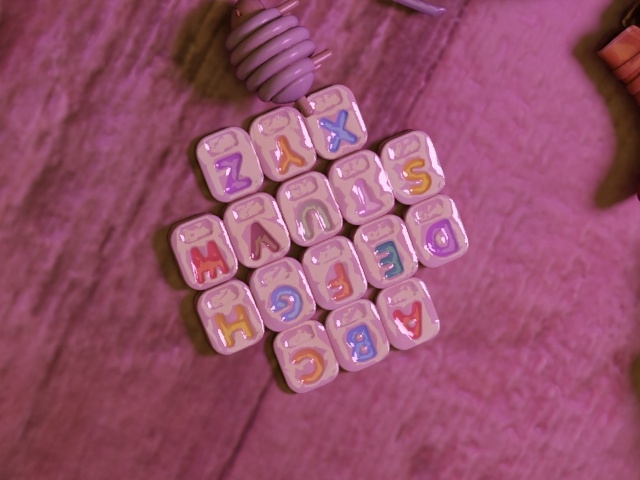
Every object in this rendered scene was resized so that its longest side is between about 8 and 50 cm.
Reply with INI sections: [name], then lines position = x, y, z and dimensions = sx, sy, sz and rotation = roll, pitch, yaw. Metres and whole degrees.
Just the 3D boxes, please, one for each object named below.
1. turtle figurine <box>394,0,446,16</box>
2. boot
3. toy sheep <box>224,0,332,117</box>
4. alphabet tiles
[turtle figurine]
position = -0.023, -0.300, 1.619
dimensions = 0.266, 0.198, 0.275
rotation = -18, 101, -4
[boot]
position = 0.337, -0.143, 1.788
dimensions = 0.152, 0.073, 0.197
rotation = 37, 75, -15
[toy sheep]
position = -0.042, -0.176, 1.687
dimensions = 0.091, 0.091, 0.132
rotation = -34, 84, -8
[alphabet tiles]
position = 0.000, 0.000, 1.749
dimensions = 0.284, 0.021, 0.278
rotation = -22, 101, -10
